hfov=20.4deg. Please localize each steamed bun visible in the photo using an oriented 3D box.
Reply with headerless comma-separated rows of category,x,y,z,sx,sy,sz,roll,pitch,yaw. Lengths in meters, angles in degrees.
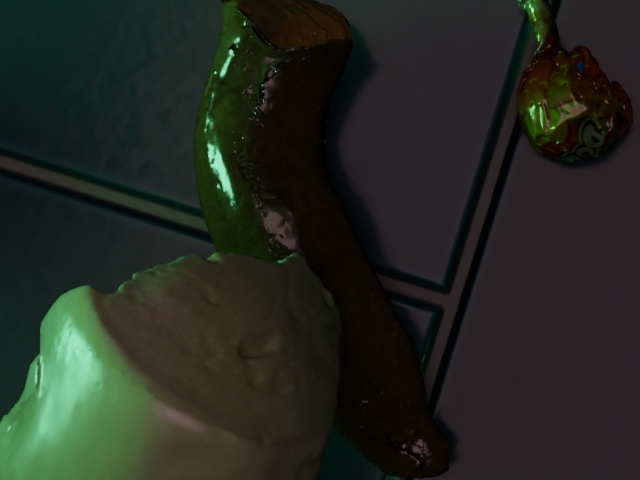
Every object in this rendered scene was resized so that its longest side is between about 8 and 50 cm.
steamed bun,-0.087,0.111,0.900,0.170,0.200,0.225,20,110,-2

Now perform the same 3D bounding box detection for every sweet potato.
sweet potato,-0.001,0.000,0.973,0.112,0.085,0.286,-20,86,4

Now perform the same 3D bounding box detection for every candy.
candy,0.112,-0.135,0.983,0.060,0.060,0.201,-22,77,8
